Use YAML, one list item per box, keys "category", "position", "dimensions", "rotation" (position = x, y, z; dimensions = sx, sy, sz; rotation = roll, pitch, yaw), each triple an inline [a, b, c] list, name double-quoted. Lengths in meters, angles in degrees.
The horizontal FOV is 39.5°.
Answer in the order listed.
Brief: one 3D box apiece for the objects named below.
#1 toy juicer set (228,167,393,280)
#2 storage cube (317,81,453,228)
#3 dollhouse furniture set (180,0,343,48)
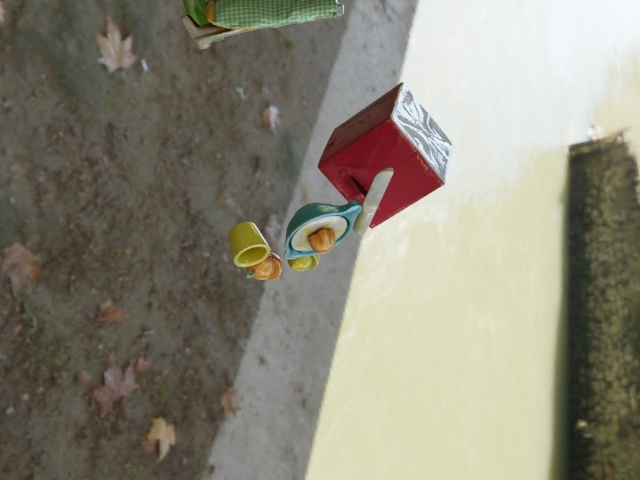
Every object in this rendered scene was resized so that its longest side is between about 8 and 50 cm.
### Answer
- category: "toy juicer set"
  position: [0.000, 0.000, 1.668]
  dimensions: [0.209, 0.329, 0.089]
  rotation: [78, -11, -61]
- category: "storage cube"
  position: [0.138, -0.178, 1.836]
  dimensions: [0.184, 0.193, 0.215]
  rotation: [48, 32, -17]
- category: "dollhouse furniture set"
  position: [-0.095, -0.355, 1.192]
  dimensions: [0.301, 0.197, 0.151]
  rotation: [-114, -170, -74]
